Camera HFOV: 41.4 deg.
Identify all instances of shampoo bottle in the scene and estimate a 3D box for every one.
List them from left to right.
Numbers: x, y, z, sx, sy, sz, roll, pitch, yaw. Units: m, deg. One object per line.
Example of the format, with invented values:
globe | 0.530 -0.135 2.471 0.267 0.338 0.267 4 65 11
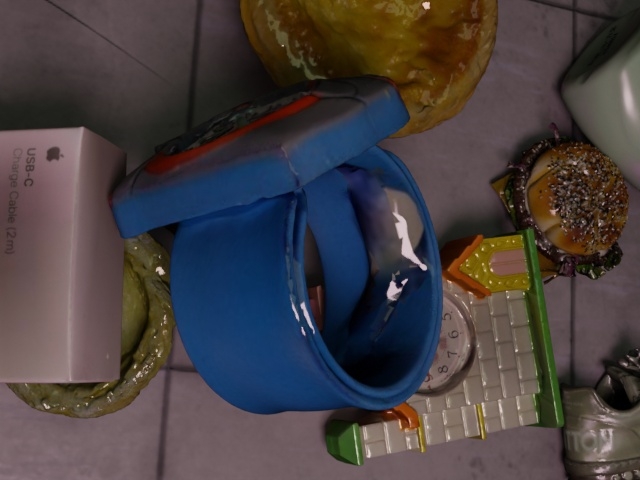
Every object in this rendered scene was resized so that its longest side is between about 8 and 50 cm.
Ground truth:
shampoo bottle | 0.476 -0.124 1.070 0.349 0.151 0.222 45 62 -11

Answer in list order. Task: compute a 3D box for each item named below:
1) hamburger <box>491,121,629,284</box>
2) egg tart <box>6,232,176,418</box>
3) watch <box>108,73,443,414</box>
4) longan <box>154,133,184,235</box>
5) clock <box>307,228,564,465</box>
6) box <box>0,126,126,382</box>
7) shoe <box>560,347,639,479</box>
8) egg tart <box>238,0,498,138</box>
hamburger | 0.306 -0.041 1.021 0.164 0.093 0.189 -41 100 -22
egg tart | -0.221 0.069 0.789 0.197 0.078 0.197 0 79 2
watch | 0.000 0.000 0.756 0.305 0.241 0.274 -37 110 -50
longan | -0.126 -0.051 0.855 0.106 0.106 0.119 11 119 -20
clock | 0.115 0.113 0.915 0.255 0.106 0.220 -7 85 -22
box | -0.297 0.017 0.712 0.251 0.106 0.203 0 81 9
shoe | 0.416 0.195 1.019 0.293 0.109 0.149 -13 93 -18
egg tart | 0.043 -0.261 0.922 0.319 0.128 0.319 1 89 -21
